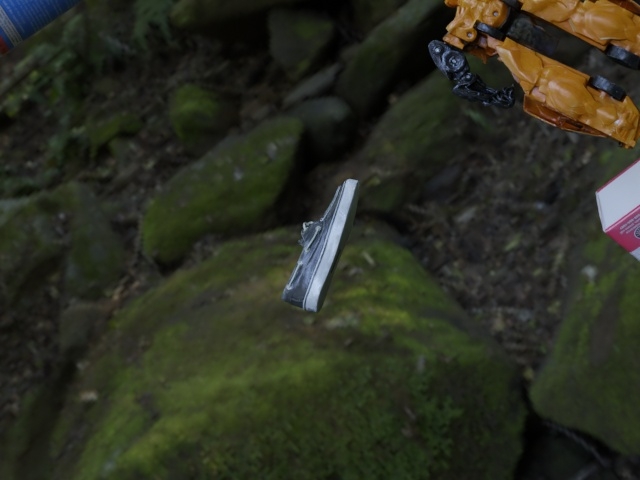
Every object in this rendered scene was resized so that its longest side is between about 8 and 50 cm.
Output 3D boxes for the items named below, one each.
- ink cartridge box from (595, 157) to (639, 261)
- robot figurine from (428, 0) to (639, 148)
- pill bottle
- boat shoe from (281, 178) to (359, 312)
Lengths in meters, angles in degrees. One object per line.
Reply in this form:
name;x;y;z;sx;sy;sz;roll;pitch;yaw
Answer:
ink cartridge box;0.529;-0.025;1.640;0.172;0.237;0.100;-41;27;30
robot figurine;0.277;-0.236;1.428;0.211;0.291;0.085;-62;-11;7
pill bottle;-0.336;-0.325;1.410;0.221;0.124;0.124;-36;17;-8
boat shoe;0.000;0.000;1.833;0.078;0.070;0.219;67;-138;-74
